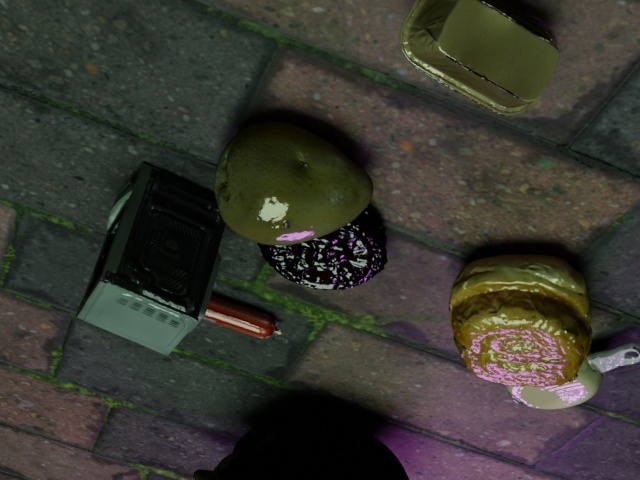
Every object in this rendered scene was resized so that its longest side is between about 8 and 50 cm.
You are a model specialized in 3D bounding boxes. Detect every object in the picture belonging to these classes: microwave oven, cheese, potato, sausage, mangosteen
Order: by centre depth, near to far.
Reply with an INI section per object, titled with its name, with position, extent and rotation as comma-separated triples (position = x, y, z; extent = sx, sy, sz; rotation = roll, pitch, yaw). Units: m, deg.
[potato]
position = -0.032, -0.067, 1.353
extent = 0.194, 0.157, 0.157
rotation = 6, 145, -19
[microwave oven]
position = -0.222, 0.024, 1.455
extent = 0.162, 0.208, 0.122
rotation = 24, 140, -16
[cheese]
position = 0.390, 0.197, 1.629
extent = 0.227, 0.064, 0.137
rotation = -24, 133, 39
[sausage]
position = -0.129, 0.121, 1.689
extent = 0.145, 0.048, 0.050
rotation = 20, 103, -10
[mangosteen]
position = -0.040, 0.498, 1.898
extent = 0.382, 0.382, 0.435
rotation = 39, 151, -30

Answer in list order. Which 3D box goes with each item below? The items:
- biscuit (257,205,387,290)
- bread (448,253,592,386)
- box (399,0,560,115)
[biscuit]
position = 0.000, 0.000, 1.492
extent = 0.195, 0.053, 0.194
rotation = 7, 142, 6
[bread]
position = 0.282, 0.115, 1.508
extent = 0.198, 0.120, 0.236
rotation = 1, 140, 17
[box]
position = 0.176, -0.209, 1.148
extent = 0.177, 0.111, 0.111
rotation = 27, 140, -17
